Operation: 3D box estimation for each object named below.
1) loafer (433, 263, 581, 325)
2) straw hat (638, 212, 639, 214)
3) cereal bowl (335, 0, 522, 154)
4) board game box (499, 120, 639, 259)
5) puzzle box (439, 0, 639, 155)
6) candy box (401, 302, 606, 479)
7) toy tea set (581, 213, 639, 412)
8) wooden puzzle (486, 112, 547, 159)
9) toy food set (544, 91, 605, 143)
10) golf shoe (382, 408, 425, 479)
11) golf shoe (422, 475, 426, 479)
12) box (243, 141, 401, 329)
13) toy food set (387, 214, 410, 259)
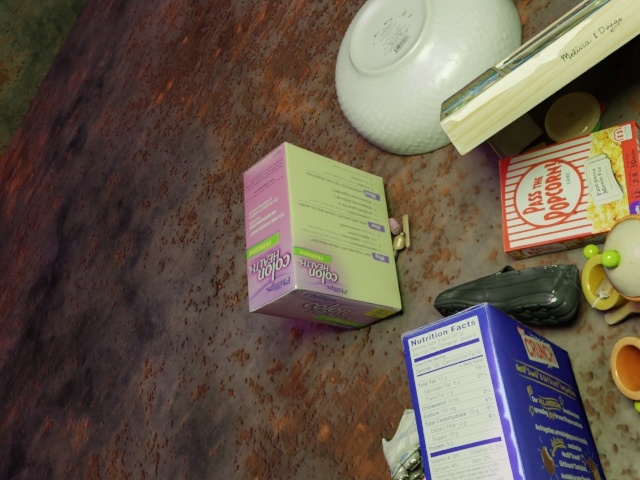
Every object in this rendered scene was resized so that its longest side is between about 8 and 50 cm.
[{"bbox_3d":[0.255,0.075,0.951,0.223,0.076,0.078,-13,43,50],"label":"loafer"},{"bbox_3d":[0.442,0.013,0.808,0.144,0.061,0.144,166,90,-69],"label":"straw hat"},{"bbox_3d":[0.153,-0.324,1.162,0.339,0.141,0.338,-19,60,36],"label":"cereal bowl"},{"bbox_3d":[0.346,-0.064,0.944,0.194,0.045,0.146,-15,63,38],"label":"board game box"},{"bbox_3d":[0.334,-0.266,0.880,0.409,0.272,0.052,-35,97,17],"label":"puzzle box"},{"bbox_3d":[0.224,0.259,0.765,0.122,0.268,0.317,-23,58,30],"label":"candy box"},{"bbox_3d":[0.361,0.125,0.748,0.200,0.124,0.336,117,148,-56],"label":"toy tea set"},{"bbox_3d":[0.296,-0.160,1.053,0.079,0.014,0.116,-34,53,22],"label":"wooden puzzle"},{"bbox_3d":[0.364,-0.176,0.991,0.082,0.020,0.083,-45,48,19],"label":"toy food set"},{"bbox_3d":[0.148,0.259,0.979,0.176,0.069,0.086,-50,41,14],"label":"golf shoe"},{"bbox_3d":[0.128,0.427,0.913,0.306,0.115,0.140,-56,26,11],"label":"golf shoe"},{"bbox_3d":[0.000,0.000,1.096,0.117,0.214,0.242,-30,56,42],"label":"box"},{"bbox_3d":[0.108,0.002,1.154,0.122,0.019,0.077,-23,61,45],"label":"toy food set"}]
